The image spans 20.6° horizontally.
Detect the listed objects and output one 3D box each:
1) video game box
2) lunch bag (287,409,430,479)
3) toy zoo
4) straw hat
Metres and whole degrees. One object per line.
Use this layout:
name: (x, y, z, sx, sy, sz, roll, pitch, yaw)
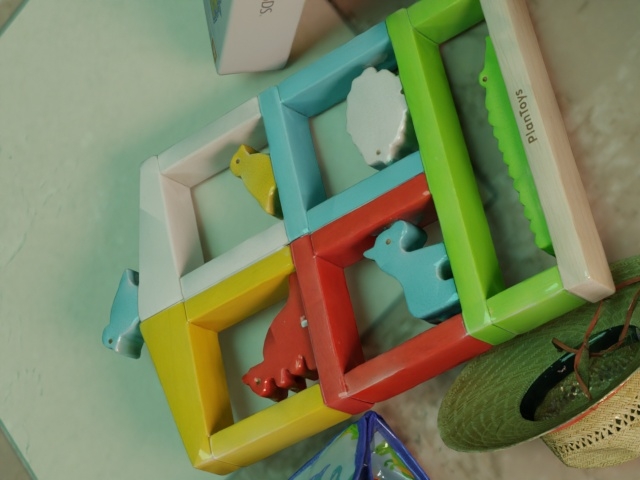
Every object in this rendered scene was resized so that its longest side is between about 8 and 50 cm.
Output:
video game box: (-0.042, -0.209, 0.925, 0.048, 0.205, 0.187, -10, 75, -11)
lunch bag: (0.009, 0.179, 0.893, 0.129, 0.096, 0.151, -43, 45, 21)
toy zoo: (0.000, 0.000, 0.937, 0.293, 0.030, 0.192, -29, 59, 27)
straw hat: (0.132, 0.073, 0.837, 0.144, 0.144, 0.061, -28, 109, 27)
